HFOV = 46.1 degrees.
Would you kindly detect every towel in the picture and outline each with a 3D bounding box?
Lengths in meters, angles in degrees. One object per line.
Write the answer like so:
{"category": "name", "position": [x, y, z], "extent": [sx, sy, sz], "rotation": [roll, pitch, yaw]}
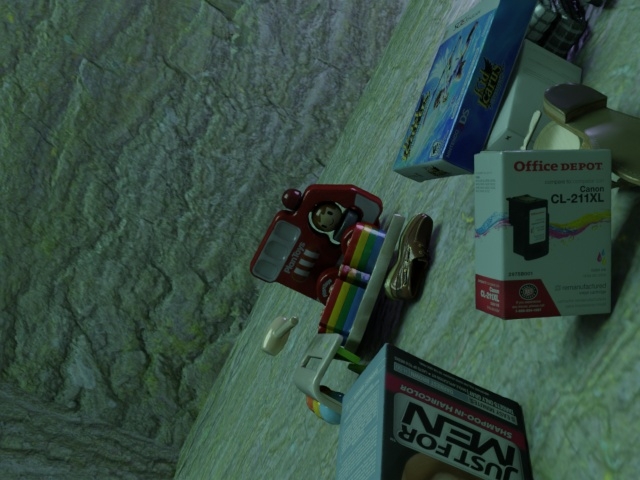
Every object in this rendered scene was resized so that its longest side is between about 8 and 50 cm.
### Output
{"category": "towel", "position": [0.335, -0.347, 1.295], "extent": [0.284, 0.121, 0.235], "rotation": [-80, 16, -49]}

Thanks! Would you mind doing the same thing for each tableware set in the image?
{"category": "tableware set", "position": [0.301, -0.065, 0.986], "extent": [0.128, 0.039, 0.194], "rotation": [38, 112, 51]}

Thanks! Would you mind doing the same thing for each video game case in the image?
{"category": "video game case", "position": [0.214, -0.230, 1.169], "extent": [0.244, 0.061, 0.270], "rotation": [-174, 105, -80]}

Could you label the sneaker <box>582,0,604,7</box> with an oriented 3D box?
{"category": "sneaker", "position": [0.425, -0.465, 1.162], "extent": [0.235, 0.094, 0.153], "rotation": [-63, -4, -53]}

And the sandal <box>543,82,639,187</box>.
{"category": "sandal", "position": [0.335, -0.099, 0.869], "extent": [0.240, 0.088, 0.079], "rotation": [-115, 8, -52]}

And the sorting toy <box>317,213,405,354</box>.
{"category": "sorting toy", "position": [0.071, 0.088, 1.494], "extent": [0.257, 0.089, 0.255], "rotation": [95, -164, -74]}

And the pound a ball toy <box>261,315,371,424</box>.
{"category": "pound a ball toy", "position": [-0.007, 0.233, 1.331], "extent": [0.136, 0.208, 0.319], "rotation": [-62, 5, -11]}

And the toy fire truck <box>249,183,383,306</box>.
{"category": "toy fire truck", "position": [0.000, 0.000, 1.763], "extent": [0.302, 0.254, 0.169], "rotation": [-62, 11, 20]}

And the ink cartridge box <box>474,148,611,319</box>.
{"category": "ink cartridge box", "position": [0.236, -0.010, 0.805], "extent": [0.072, 0.127, 0.175], "rotation": [-158, 65, -79]}

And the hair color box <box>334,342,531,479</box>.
{"category": "hair color box", "position": [0.112, 0.295, 0.741], "extent": [0.114, 0.185, 0.374], "rotation": [-57, 13, 34]}

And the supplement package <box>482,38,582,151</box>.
{"category": "supplement package", "position": [0.302, -0.182, 1.104], "extent": [0.105, 0.105, 0.179], "rotation": [-48, 20, 58]}

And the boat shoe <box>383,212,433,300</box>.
{"category": "boat shoe", "position": [0.176, 0.032, 1.389], "extent": [0.060, 0.064, 0.178], "rotation": [4, 64, 44]}
